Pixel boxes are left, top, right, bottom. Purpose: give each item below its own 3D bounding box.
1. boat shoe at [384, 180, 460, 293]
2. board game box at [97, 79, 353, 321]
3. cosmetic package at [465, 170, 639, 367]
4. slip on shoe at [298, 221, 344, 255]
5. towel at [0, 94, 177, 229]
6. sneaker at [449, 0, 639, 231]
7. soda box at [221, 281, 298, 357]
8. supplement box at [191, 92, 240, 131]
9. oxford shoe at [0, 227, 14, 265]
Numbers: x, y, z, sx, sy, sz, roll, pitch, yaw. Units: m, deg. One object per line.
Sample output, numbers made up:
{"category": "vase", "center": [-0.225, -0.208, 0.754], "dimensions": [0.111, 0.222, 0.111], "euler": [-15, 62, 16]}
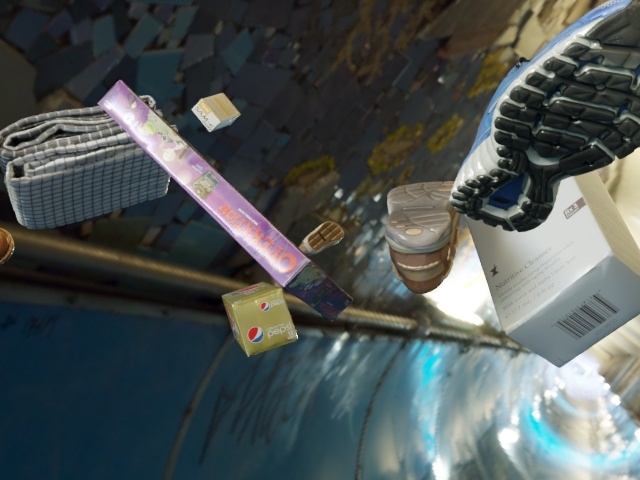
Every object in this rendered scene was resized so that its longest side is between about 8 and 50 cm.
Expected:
{"category": "boat shoe", "center": [0.162, -0.013, 1.328], "dimensions": [0.123, 0.116, 0.324], "euler": [-1, -161, 17]}
{"category": "board game box", "center": [-0.114, -0.045, 1.054], "dimensions": [0.347, 0.056, 0.208], "euler": [43, 175, 23]}
{"category": "cosmetic package", "center": [0.383, -0.010, 1.416], "dimensions": [0.156, 0.217, 0.385], "euler": [32, -151, -30]}
{"category": "slip on shoe", "center": [0.000, 0.000, 1.774], "dimensions": [0.051, 0.041, 0.135], "euler": [52, -143, 1]}
{"category": "towel", "center": [-0.396, -0.137, 1.441], "dimensions": [0.121, 0.283, 0.235], "euler": [66, 159, 14]}
{"category": "sneaker", "center": [0.217, -0.134, 0.796], "dimensions": [0.129, 0.147, 0.330], "euler": [20, 157, -6]}
{"category": "soda box", "center": [-0.074, 0.087, 0.978], "dimensions": [0.181, 0.058, 0.061], "euler": [175, 77, -79]}
{"category": "supplement box", "center": [-0.217, -0.268, 1.763], "dimensions": [0.062, 0.036, 0.098], "euler": [51, -153, 0]}
{"category": "oxford shoe", "center": [-0.466, 0.009, 0.974], "dimensions": [0.076, 0.212, 0.076], "euler": [113, 146, -57]}
